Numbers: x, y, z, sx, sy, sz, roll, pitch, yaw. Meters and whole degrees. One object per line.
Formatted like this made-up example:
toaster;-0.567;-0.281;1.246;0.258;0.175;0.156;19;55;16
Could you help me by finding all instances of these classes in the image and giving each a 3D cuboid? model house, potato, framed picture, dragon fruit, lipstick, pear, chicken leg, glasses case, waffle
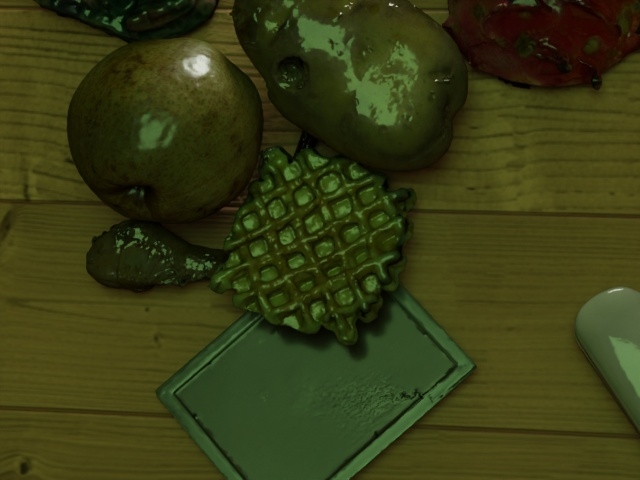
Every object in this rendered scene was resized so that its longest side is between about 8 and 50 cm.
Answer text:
model house;-0.239;-0.372;1.963;0.237;0.237;0.202;23;78;14
potato;0.034;-0.203;1.905;0.296;0.141;0.191;37;80;-3
framed picture;-0.007;0.158;1.890;0.296;0.019;0.232;-40;69;-4
dragon fruit;0.241;-0.263;1.914;0.274;0.126;0.161;28;80;16
lipstick;0.002;-0.162;1.977;0.027;0.027;0.176;16;79;13
pear;-0.181;-0.119;1.896;0.229;0.188;0.211;2;42;18
chicken leg;-0.171;0.022;1.934;0.198;0.069;0.085;8;77;4
glasses case;0.361;0.156;1.812;0.092;0.059;0.233;-34;73;0
waffle;0.001;0.001;1.898;0.204;0.054;0.223;17;72;14
